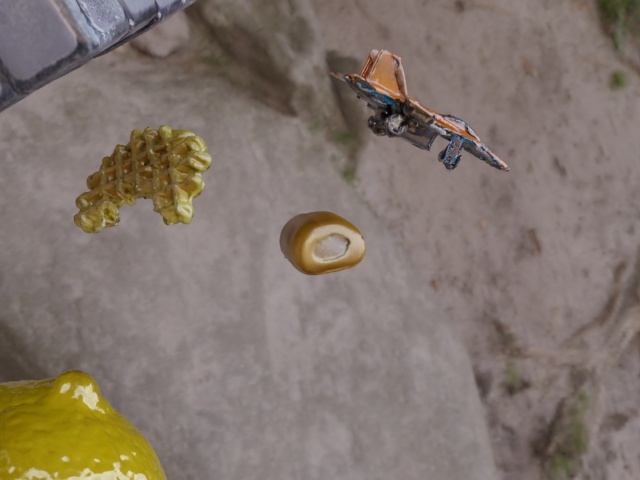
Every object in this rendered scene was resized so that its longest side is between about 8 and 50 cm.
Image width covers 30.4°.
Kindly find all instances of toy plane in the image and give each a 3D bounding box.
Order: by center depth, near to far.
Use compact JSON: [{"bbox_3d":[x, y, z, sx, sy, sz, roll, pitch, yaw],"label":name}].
[{"bbox_3d":[0.092,-0.100,1.060,0.188,0.135,0.062,40,86,-22],"label":"toy plane"}]

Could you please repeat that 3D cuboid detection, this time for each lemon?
[{"bbox_3d":[-0.232,0.225,0.927,0.228,0.228,0.253,40,85,-33],"label":"lemon"}]

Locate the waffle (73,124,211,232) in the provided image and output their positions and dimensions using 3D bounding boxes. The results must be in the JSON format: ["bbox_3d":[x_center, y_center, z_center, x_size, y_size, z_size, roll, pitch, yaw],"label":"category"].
[{"bbox_3d":[-0.210,-0.066,1.422,0.051,0.194,0.149,38,68,-45],"label":"waffle"}]

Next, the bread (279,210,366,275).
[{"bbox_3d":[0.000,0.000,0.977,0.103,0.062,0.049,-145,-135,-81],"label":"bread"}]

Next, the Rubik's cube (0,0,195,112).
[{"bbox_3d":[-0.360,-0.278,1.093,0.343,0.344,0.337,59,20,-13],"label":"Rubik's cube"}]
